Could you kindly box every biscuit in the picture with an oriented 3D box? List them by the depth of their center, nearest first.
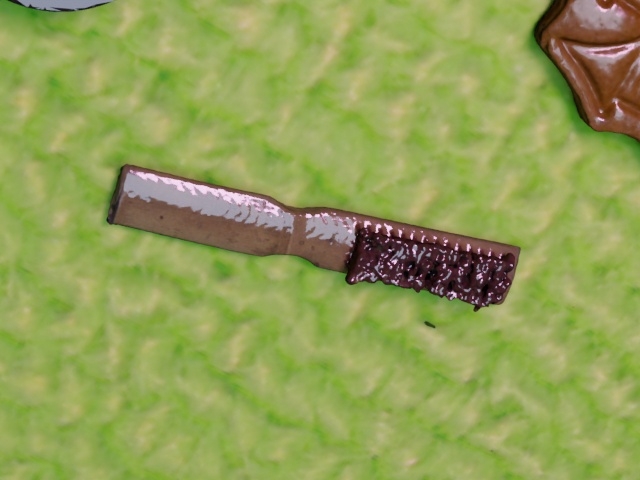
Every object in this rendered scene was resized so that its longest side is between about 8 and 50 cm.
[{"bbox_3d":[0.214,-0.132,0.855,0.215,0.034,0.182,27,105,-17],"label":"biscuit"}]

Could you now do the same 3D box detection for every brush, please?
[{"bbox_3d":[0.000,0.000,0.877,0.248,0.036,0.043,13,105,-13],"label":"brush"}]

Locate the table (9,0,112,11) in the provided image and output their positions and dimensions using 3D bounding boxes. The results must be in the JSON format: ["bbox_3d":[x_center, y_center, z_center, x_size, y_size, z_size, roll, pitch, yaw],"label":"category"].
[{"bbox_3d":[-0.137,-0.188,0.780,0.133,0.043,0.133,-3,111,-7],"label":"table"}]
